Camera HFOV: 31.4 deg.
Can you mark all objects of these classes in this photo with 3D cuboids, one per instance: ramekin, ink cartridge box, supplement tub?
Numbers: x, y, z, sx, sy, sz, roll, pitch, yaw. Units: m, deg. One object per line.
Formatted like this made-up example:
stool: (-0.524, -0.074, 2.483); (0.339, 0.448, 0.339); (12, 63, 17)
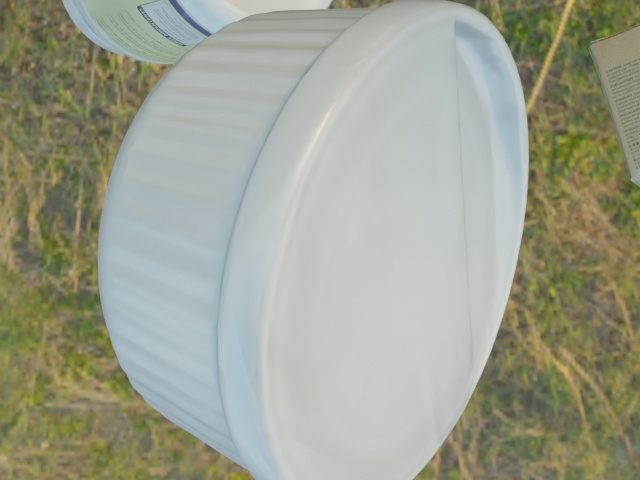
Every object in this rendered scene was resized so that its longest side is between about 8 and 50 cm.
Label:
ramekin: (0.000, 0.000, 0.611); (0.127, 0.272, 0.273); (15, 152, 31)
ink cartridge box: (0.476, -0.191, 1.399); (0.235, 0.193, 0.088); (-20, 162, 27)
supplement tub: (-0.151, -0.329, 1.324); (0.235, 0.235, 0.325); (27, 166, -34)
